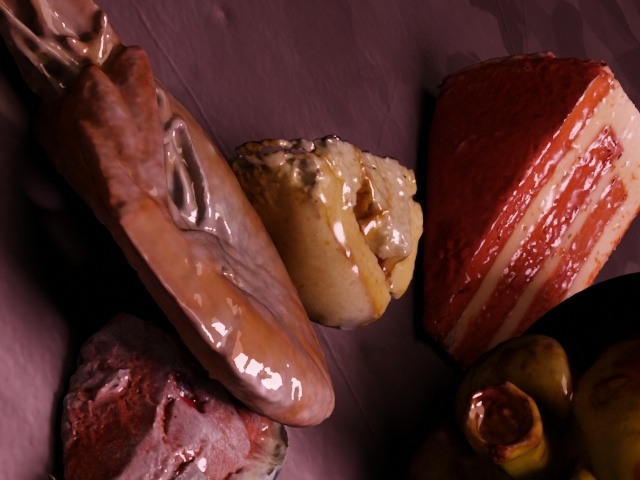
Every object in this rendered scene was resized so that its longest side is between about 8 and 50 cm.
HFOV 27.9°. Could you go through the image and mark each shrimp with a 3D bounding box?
[{"bbox_3d":[-0.089,-0.028,0.681,0.317,0.077,0.168,53,6,-13],"label":"shrimp"}]

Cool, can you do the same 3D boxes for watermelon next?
[{"bbox_3d":[-0.082,0.102,0.662,0.187,0.071,0.139,-16,81,-57],"label":"watermelon"}]

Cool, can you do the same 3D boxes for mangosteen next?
[{"bbox_3d":[0.215,0.170,0.883,0.297,0.313,0.297,166,-90,-81],"label":"mangosteen"}]

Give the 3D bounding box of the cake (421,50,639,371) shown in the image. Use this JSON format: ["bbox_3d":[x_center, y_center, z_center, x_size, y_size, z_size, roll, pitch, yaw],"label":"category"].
[{"bbox_3d":[0.187,-0.016,1.036,0.158,0.160,0.262,42,42,-40],"label":"cake"}]

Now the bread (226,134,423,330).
[{"bbox_3d":[-0.004,0.001,0.814,0.156,0.103,0.110,10,75,-48],"label":"bread"}]
